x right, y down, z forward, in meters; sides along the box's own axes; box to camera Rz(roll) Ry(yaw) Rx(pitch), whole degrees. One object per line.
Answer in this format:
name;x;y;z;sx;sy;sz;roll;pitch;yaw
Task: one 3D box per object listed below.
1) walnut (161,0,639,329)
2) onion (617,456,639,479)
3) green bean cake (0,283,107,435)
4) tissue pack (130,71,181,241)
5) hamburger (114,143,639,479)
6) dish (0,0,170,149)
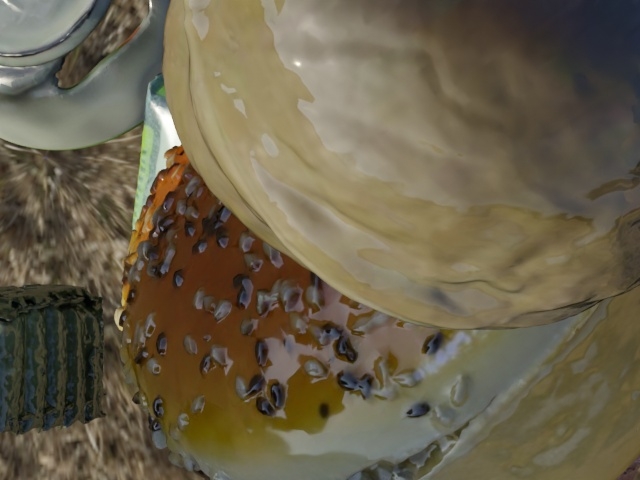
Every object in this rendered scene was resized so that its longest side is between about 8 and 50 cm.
walnut;0.038;-0.044;0.442;0.162;0.140;0.140;3;93;-32
onion;0.260;0.162;1.474;0.250;0.247;0.111;-37;94;-16
green bean cake;-0.339;0.105;1.488;0.255;0.241;0.132;1;92;20
tissue pack;0.000;0.000;1.374;0.310;0.128;0.228;22;123;20
hamburger;0.035;0.006;0.747;0.176;0.300;0.300;38;86;-31
dish;-0.267;-0.252;1.567;0.324;0.124;0.324;-1;86;15
